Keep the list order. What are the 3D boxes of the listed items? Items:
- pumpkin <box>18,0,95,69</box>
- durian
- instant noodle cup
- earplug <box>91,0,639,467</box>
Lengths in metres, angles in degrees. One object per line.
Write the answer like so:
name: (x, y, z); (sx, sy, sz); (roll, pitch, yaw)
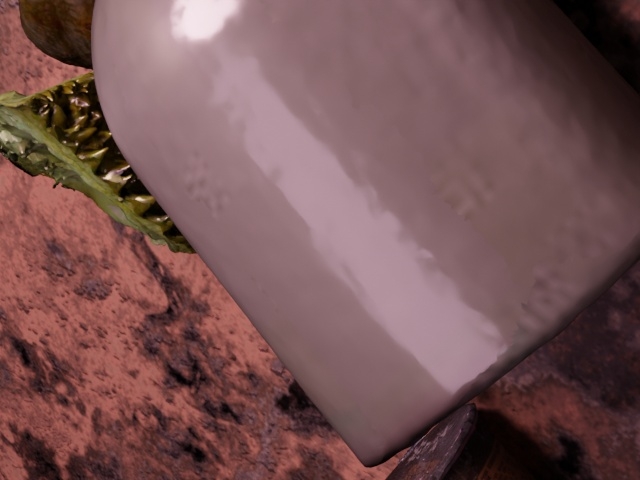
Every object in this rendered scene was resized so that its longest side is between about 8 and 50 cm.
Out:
pumpkin: (-0.152, -0.204, 1.154); (0.130, 0.149, 0.254); (42, 136, 20)
durian: (-0.188, -0.058, 1.210); (0.394, 0.198, 0.163); (160, 101, -78)
instant noodle cup: (0.140, 0.287, 1.215); (0.207, 0.217, 0.217); (40, 136, 1)
earplug: (0.023, -0.086, 0.970); (0.394, 0.312, 0.312); (49, 137, 3)
